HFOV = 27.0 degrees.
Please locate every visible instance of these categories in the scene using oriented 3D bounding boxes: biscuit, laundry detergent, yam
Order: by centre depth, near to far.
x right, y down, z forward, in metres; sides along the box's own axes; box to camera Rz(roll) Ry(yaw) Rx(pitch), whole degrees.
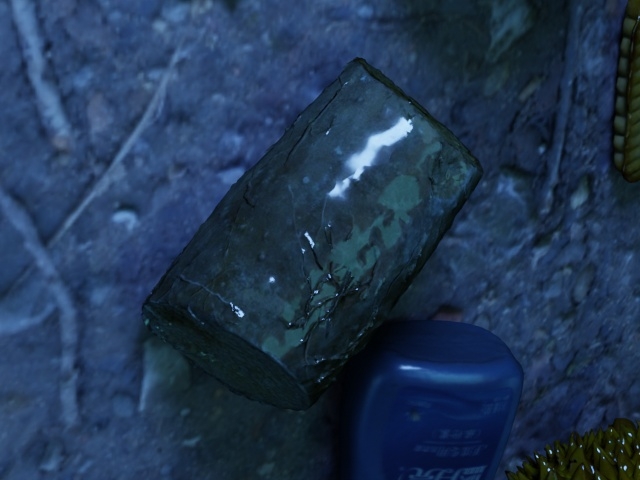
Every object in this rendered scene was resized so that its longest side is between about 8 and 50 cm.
[{"bbox_3d":[0.000,0.000,0.908,0.254,0.154,0.154,-49,134,-3],"label":"yam"},{"bbox_3d":[0.075,0.212,1.113,0.143,0.094,0.290,-2,114,-25],"label":"laundry detergent"},{"bbox_3d":[0.351,-0.164,1.183,0.254,0.029,0.172,-21,125,-31],"label":"biscuit"}]

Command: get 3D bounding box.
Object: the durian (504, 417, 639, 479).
[{"bbox_3d":[0.268,0.353,1.219,0.347,0.347,0.384,21,68,-44],"label":"durian"}]
